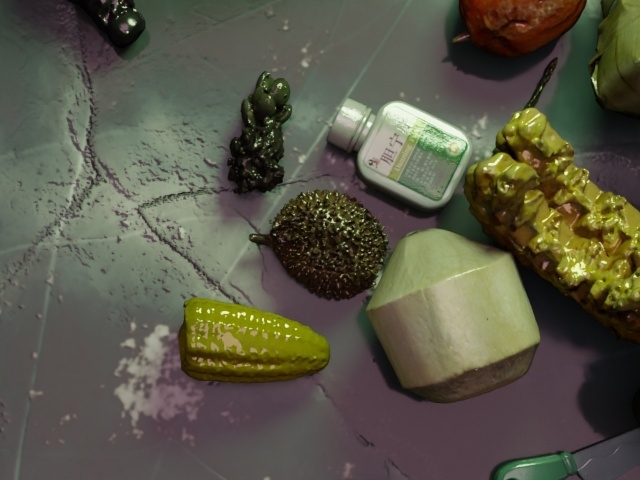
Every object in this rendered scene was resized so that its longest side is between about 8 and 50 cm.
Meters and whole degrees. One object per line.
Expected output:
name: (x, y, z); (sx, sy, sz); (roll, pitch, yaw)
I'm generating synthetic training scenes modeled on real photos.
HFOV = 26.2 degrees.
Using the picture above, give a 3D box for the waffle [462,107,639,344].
waffle: (0.328, -0.007, 1.713); (0.324, 0.261, 0.151); (43, 85, 15)

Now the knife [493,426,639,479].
knife: (0.353, 0.294, 1.805); (0.260, 0.034, 0.063); (-15, 88, -7)

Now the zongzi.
zongzi: (0.501, -0.286, 1.828); (0.323, 0.160, 0.360); (22, 49, -27)

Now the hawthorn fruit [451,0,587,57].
hawthorn fruit: (0.268, -0.329, 1.816); (0.173, 0.173, 0.179); (19, 109, 0)

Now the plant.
plant: (-0.078, -0.143, 1.815); (0.085, 0.087, 0.174); (6, 78, 23)

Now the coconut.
coconut: (0.163, 0.089, 1.734); (0.202, 0.202, 0.222); (-21, 90, -4)

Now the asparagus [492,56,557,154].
asparagus: (0.281, -0.182, 1.861); (0.016, 0.016, 0.163); (31, 84, 20)

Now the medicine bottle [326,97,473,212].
medicine bottle: (0.103, -0.121, 1.821); (0.183, 0.069, 0.119); (27, 86, 2)

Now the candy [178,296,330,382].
candy: (-0.084, 0.136, 1.774); (0.198, 0.094, 0.106); (7, 78, -7)

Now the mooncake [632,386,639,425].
mooncake: (0.523, 0.145, 1.704); (0.154, 0.306, 0.306); (37, 83, 11)

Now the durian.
durian: (0.000, 0.000, 1.792); (0.188, 0.091, 0.148); (4, 83, 0)

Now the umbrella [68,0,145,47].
umbrella: (-0.348, -0.414, 1.822); (0.106, 0.113, 0.358); (-39, 93, -9)
